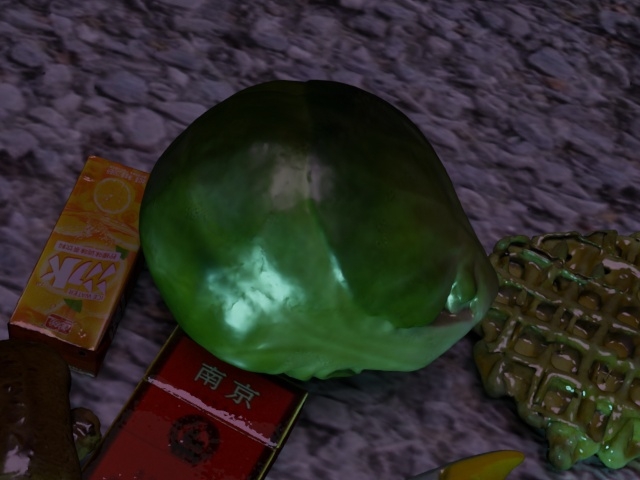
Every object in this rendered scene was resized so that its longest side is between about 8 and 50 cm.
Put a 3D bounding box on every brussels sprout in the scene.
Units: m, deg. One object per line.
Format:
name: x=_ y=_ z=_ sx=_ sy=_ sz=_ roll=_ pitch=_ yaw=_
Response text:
brussels sprout: x=0.003 y=-0.005 z=1.118 sx=0.354 sy=0.281 sz=0.289 roll=34 pitch=18 yaw=-12

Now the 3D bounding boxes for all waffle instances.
waffle: x=0.317 y=0.106 z=1.235 sx=0.317 sy=0.073 sz=0.297 roll=-10 pitch=60 yaw=-17

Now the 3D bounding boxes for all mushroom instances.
mushroom: x=-0.300 y=0.189 z=0.986 sx=0.194 sy=0.138 sz=0.231 roll=-28 pitch=45 yaw=-1

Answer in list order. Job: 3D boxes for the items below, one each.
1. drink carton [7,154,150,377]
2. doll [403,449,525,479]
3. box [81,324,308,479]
drink carton: x=-0.241 y=0.024 z=1.179 sx=0.096 sy=0.071 sz=0.223 roll=17 pitch=57 yaw=0
doll: x=0.071 y=0.291 z=1.053 sx=0.316 sy=0.103 sz=0.146 roll=-8 pitch=63 yaw=-9
box: x=-0.132 y=0.216 z=1.076 sx=0.153 sy=0.074 sz=0.240 roll=25 pitch=56 yaw=10
